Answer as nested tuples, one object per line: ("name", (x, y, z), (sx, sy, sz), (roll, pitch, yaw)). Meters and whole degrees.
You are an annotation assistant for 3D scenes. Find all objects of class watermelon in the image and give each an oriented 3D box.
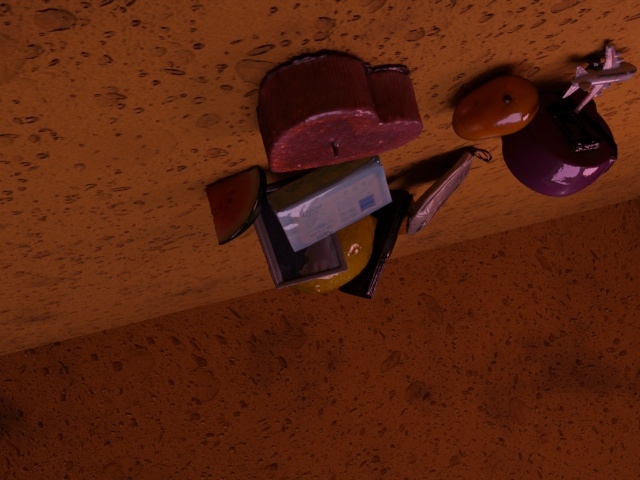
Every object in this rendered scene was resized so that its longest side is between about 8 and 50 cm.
("watermelon", (-0.177, -0.082, 1.528), (0.193, 0.137, 0.145), (-60, 160, 5))

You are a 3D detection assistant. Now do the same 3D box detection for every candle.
("candle", (0.007, -0.192, 1.156), (0.287, 0.131, 0.317), (-19, 168, 35))

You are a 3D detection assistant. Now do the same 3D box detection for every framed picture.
("framed picture", (-0.058, -0.020, 1.656), (0.192, 0.265, 0.018), (-16, -161, 5))

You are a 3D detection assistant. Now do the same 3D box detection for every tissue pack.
("tissue pack", (0.023, -0.097, 1.545), (0.263, 0.089, 0.177), (-27, 144, -2))

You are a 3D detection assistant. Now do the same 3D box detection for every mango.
("mango", (0.342, -0.255, 1.352), (0.145, 0.112, 0.219), (-15, 175, -23))

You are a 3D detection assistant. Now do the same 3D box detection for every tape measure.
("tape measure", (0.507, -0.221, 1.447), (0.232, 0.245, 0.149), (-13, 154, -26))

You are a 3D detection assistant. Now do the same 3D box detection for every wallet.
("wallet", (0.343, -0.130, 1.899), (0.275, 0.068, 0.335), (-43, 171, -3))
("wallet", (0.149, 0.005, 1.895), (0.044, 0.316, 0.169), (26, 171, -27))

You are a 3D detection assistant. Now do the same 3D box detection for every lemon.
("lemon", (0.000, 0.000, 1.811), (0.322, 0.268, 0.268), (-33, 169, 1))

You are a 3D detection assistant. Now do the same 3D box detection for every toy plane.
("toy plane", (0.567, -0.335, 1.359), (0.171, 0.065, 0.162), (-23, 147, -24))

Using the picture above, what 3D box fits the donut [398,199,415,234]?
("donut", (0.184, -0.067, 2.127), (0.278, 0.108, 0.277), (-16, 169, -3))
